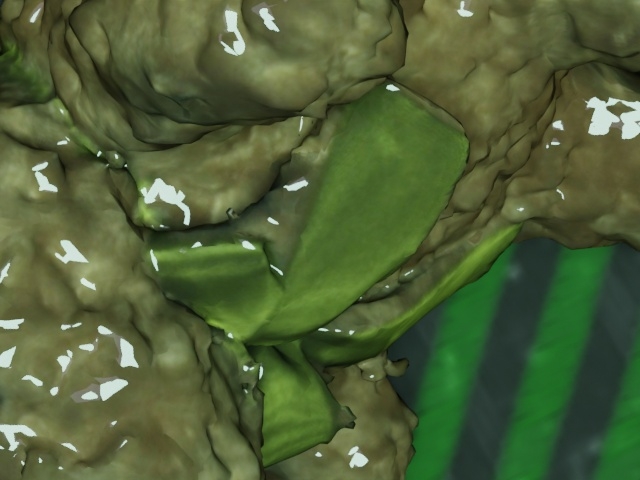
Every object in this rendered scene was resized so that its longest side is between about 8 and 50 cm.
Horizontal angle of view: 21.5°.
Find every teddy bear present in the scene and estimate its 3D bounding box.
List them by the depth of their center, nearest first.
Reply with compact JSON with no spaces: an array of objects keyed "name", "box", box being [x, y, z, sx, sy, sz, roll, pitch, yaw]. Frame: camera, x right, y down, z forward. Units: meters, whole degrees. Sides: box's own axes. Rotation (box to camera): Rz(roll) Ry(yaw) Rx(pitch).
[{"name":"teddy bear","box":[0.009,0.005,0.410,0.296,0.246,0.222,18,66,11]}]
